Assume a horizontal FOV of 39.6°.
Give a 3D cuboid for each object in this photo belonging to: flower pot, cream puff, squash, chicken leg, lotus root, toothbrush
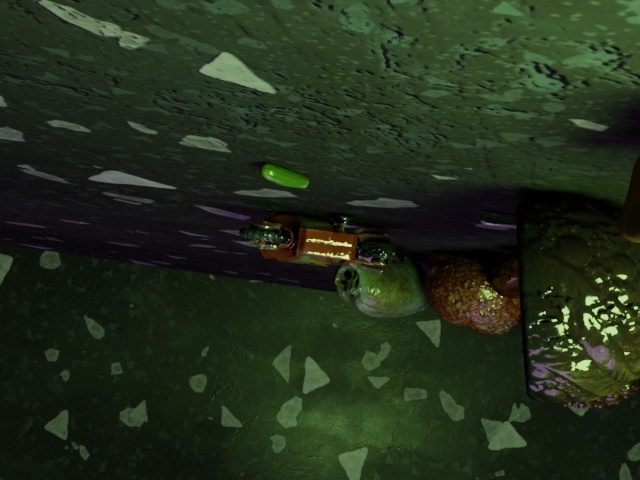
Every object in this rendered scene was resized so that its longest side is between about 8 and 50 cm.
[{"bbox_3d":[0.387,0.068,1.119,0.267,0.266,0.266,-4,171,11],"label":"flower pot"},{"bbox_3d":[0.329,0.109,1.820,0.240,0.164,0.240,2,174,0],"label":"cream puff"},{"bbox_3d":[-0.047,-0.086,1.209,0.089,0.027,0.027,13,172,-44],"label":"squash"},{"bbox_3d":[0.410,0.045,1.546,0.113,0.093,0.304,-8,173,-28],"label":"chicken leg"},{"bbox_3d":[0.161,0.091,1.936,0.158,0.140,0.322,24,-170,38],"label":"lotus root"},{"bbox_3d":[0.366,-0.017,1.305,0.263,0.022,0.026,8,161,0],"label":"toothbrush"}]

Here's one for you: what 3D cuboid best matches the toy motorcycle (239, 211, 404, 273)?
[{"bbox_3d":[0.000,0.001,1.584,0.298,0.089,0.171,9,174,-10],"label":"toy motorcycle"}]

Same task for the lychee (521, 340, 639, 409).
[{"bbox_3d":[0.507,0.188,1.700,0.267,0.267,0.267,8,173,1],"label":"lychee"}]

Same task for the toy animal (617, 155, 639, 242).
[{"bbox_3d":[0.438,0.008,0.730,0.338,0.191,0.216,7,172,2],"label":"toy animal"}]
